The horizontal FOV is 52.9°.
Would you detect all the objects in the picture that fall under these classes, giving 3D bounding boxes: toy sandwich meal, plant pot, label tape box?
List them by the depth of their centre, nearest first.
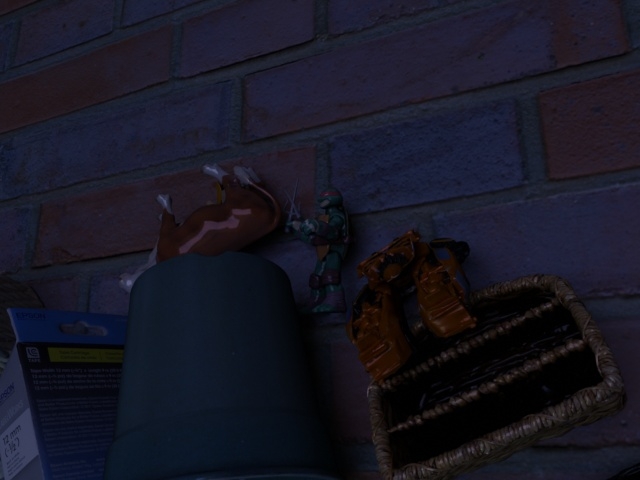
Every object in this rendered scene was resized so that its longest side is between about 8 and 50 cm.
[{"bbox_3d":[-0.151,0.216,0.943,0.341,0.341,0.334,-21,58,19],"label":"plant pot"},{"bbox_3d":[-0.389,0.288,1.063,0.115,0.249,0.348,-43,58,24],"label":"label tape box"},{"bbox_3d":[-0.167,-0.092,1.214,0.085,0.029,0.086,-9,69,24],"label":"toy sandwich meal"}]

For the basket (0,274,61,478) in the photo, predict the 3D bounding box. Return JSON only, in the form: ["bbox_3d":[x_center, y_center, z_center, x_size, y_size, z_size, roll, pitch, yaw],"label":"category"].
[{"bbox_3d":[-0.673,0.224,1.199,0.328,0.331,0.266,40,87,31],"label":"basket"}]

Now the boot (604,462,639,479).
[{"bbox_3d":[0.397,0.411,0.697,0.260,0.131,0.348,-24,63,18],"label":"boot"}]

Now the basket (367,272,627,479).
[{"bbox_3d":[0.207,0.165,0.826,0.299,0.223,0.213,-29,62,16],"label":"basket"}]

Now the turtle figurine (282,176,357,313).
[{"bbox_3d":[0.000,0.000,1.036,0.118,0.175,0.234,-1,82,-6],"label":"turtle figurine"}]

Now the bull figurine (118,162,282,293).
[{"bbox_3d":[-0.216,-0.013,1.130,0.310,0.101,0.188,-27,62,4],"label":"bull figurine"}]

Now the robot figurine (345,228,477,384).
[{"bbox_3d":[0.117,0.070,0.890,0.211,0.291,0.085,-34,105,12],"label":"robot figurine"}]
